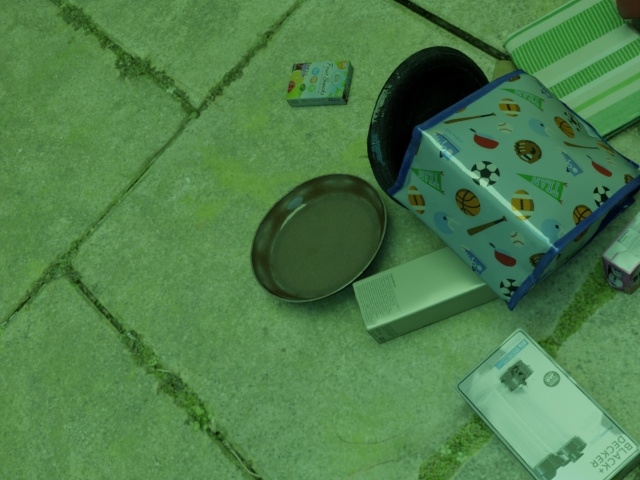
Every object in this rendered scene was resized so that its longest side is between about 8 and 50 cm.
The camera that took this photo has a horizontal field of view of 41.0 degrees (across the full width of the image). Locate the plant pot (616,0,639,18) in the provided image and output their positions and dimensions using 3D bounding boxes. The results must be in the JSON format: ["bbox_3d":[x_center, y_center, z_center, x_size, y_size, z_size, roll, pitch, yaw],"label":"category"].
[{"bbox_3d":[0.720,-0.551,1.623,0.243,0.275,0.275,14,72,30],"label":"plant pot"}]

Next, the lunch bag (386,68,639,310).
[{"bbox_3d":[0.370,-0.115,1.539,0.328,0.239,0.385,45,57,14],"label":"lunch bag"}]

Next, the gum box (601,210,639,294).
[{"bbox_3d":[0.580,0.002,1.518,0.188,0.107,0.062,-47,58,-4],"label":"gum box"}]

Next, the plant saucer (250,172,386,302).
[{"bbox_3d":[0.000,0.000,1.763,0.311,0.050,0.310,-15,52,20],"label":"plant saucer"}]

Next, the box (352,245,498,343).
[{"bbox_3d":[0.210,0.092,1.633,0.275,0.094,0.113,-21,61,11],"label":"box"}]

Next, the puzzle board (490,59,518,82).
[{"bbox_3d":[0.423,-0.334,1.798,0.128,0.011,0.096,8,71,26],"label":"puzzle board"}]

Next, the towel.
[{"bbox_3d":[0.546,-0.354,1.735,0.248,0.038,0.324,-28,60,2],"label":"towel"}]

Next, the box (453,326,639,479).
[{"bbox_3d":[0.389,0.309,1.462,0.169,0.087,0.290,-41,58,0],"label":"box"}]

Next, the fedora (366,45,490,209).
[{"bbox_3d":[0.198,-0.223,1.724,0.152,0.334,0.334,10,67,58],"label":"fedora"}]

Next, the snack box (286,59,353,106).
[{"bbox_3d":[-0.002,-0.361,1.966,0.141,0.037,0.100,2,68,22],"label":"snack box"}]
